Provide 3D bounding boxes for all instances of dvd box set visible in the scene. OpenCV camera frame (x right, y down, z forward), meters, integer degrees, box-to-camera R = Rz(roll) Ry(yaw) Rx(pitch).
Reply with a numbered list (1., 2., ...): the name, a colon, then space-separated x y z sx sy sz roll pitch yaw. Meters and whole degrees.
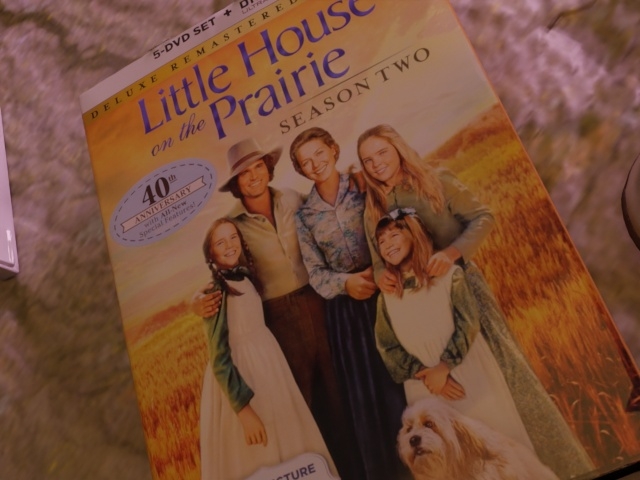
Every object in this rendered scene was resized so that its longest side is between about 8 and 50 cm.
1. dvd box set: 0.000 0.000 0.545 0.308 0.062 0.420 -25 62 14

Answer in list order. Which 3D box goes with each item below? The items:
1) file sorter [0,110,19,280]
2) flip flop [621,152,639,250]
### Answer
1. file sorter: -0.421 -0.059 0.642 0.173 0.278 0.193 -27 62 18
2. flip flop: 0.296 -0.072 0.425 0.277 0.080 0.112 -25 62 14
